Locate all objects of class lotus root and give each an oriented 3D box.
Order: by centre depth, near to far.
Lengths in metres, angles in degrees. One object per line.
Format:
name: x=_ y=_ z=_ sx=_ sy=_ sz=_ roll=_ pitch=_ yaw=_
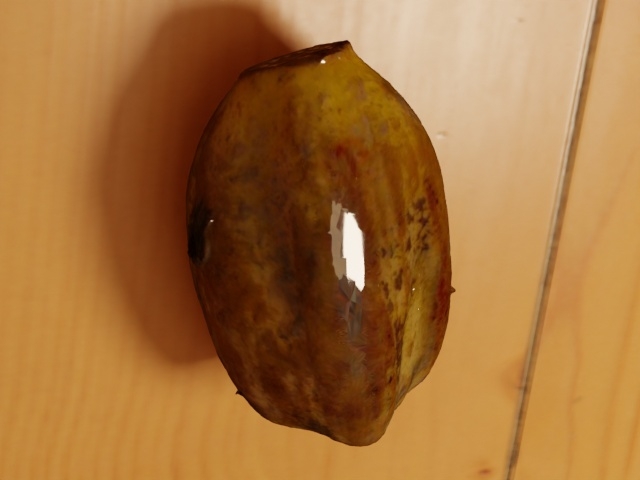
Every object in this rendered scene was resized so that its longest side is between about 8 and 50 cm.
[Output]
lotus root: x=-0.006 y=-0.003 z=1.200 sx=0.193 sy=0.193 sz=0.291 roll=-16 pitch=119 yaw=-17
